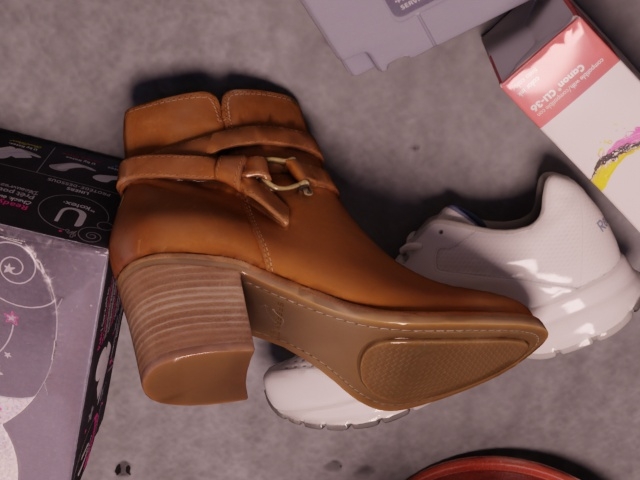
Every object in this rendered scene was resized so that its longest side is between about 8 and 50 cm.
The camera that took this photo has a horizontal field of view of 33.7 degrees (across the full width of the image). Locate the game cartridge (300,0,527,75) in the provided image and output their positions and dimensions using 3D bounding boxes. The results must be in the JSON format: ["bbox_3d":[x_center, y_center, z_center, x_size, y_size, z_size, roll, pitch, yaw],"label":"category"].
[{"bbox_3d":[0.105,-0.232,0.629,0.294,0.060,0.196,-25,139,14],"label":"game cartridge"}]

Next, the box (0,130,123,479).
[{"bbox_3d":[-0.235,0.062,0.782,0.163,0.142,0.247,14,116,-4],"label":"box"}]

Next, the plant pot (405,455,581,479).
[{"bbox_3d":[0.122,0.343,0.796,0.272,0.265,0.272,4,105,17],"label":"plant pot"}]

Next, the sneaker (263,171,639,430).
[{"bbox_3d":[0.085,0.047,0.795,0.297,0.111,0.129,-25,97,11],"label":"sneaker"}]

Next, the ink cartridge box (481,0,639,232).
[{"bbox_3d":[0.201,-0.073,0.706,0.198,0.115,0.067,42,110,-16],"label":"ink cartridge box"}]

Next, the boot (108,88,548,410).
[{"bbox_3d":[0.000,0.000,0.716,0.283,0.220,0.109,-2,142,-14],"label":"boot"}]
